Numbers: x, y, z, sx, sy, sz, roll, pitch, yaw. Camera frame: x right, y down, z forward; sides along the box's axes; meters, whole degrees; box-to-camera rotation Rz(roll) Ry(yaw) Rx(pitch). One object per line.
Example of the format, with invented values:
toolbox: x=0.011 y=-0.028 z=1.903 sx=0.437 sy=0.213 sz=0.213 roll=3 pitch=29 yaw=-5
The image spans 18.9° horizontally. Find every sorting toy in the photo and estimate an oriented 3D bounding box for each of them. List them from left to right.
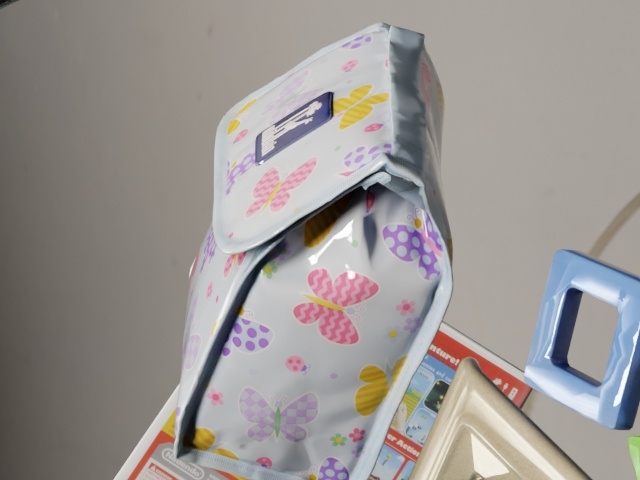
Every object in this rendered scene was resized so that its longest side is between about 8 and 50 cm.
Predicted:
sorting toy: x=0.066 y=0.173 z=0.813 sx=0.047 sy=0.196 sz=0.348 roll=6 pitch=117 yaw=-34

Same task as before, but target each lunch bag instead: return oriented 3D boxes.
lunch bag: x=0.000 y=0.000 z=0.408 sx=0.053 sy=0.071 sz=0.083 roll=19 pitch=122 yaw=-11

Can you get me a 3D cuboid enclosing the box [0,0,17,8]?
box: x=-0.123 y=-0.206 z=0.632 sx=0.100 sy=0.060 sz=0.244 roll=-28 pitch=109 yaw=-19

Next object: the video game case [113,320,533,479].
video game case: x=-0.014 y=0.158 z=1.284 sx=0.204 sy=0.025 sz=0.285 roll=32 pitch=74 yaw=8
